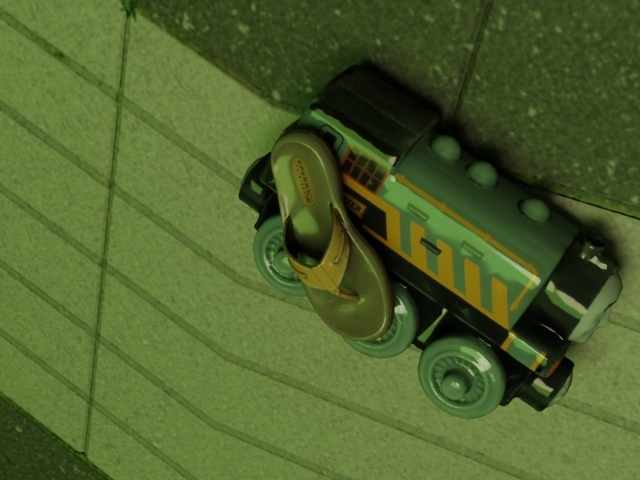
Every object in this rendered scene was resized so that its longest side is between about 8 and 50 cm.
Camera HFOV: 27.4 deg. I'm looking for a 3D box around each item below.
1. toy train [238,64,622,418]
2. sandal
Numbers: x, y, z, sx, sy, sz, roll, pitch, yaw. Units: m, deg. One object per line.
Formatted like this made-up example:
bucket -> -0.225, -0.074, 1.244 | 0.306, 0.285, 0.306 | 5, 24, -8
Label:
toy train -> 0.088, 0.003, 1.103 | 0.334, 0.142, 0.190 | 36, 124, 9
sandal -> 0.000, 0.000, 1.041 | 0.072, 0.049, 0.180 | -17, 97, 28
